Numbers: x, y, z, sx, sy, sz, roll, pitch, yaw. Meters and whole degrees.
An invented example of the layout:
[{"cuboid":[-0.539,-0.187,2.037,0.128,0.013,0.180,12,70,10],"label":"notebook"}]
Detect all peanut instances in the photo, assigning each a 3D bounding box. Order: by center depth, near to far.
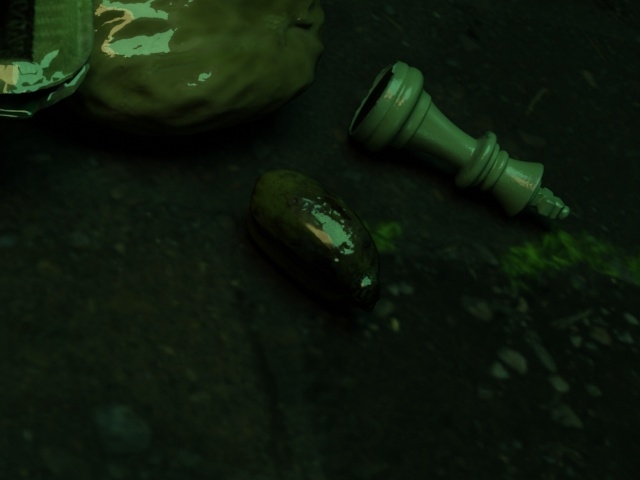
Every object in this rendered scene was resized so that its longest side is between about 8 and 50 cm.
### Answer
[{"cuboid":[-0.105,-0.162,0.892,0.197,0.110,0.233,-18,59,-37],"label":"peanut"}]

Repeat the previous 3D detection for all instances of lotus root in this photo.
[{"cuboid":[0.000,0.000,0.835,0.049,0.054,0.099,-38,72,-27],"label":"lotus root"}]

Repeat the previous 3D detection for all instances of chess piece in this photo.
[{"cuboid":[0.093,-0.052,0.955,0.149,0.059,0.059,31,39,-12],"label":"chess piece"}]

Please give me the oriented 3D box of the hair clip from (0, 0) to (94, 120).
[{"cuboid":[-0.278,-0.115,0.743,0.321,0.091,0.138,7,53,-20],"label":"hair clip"}]
